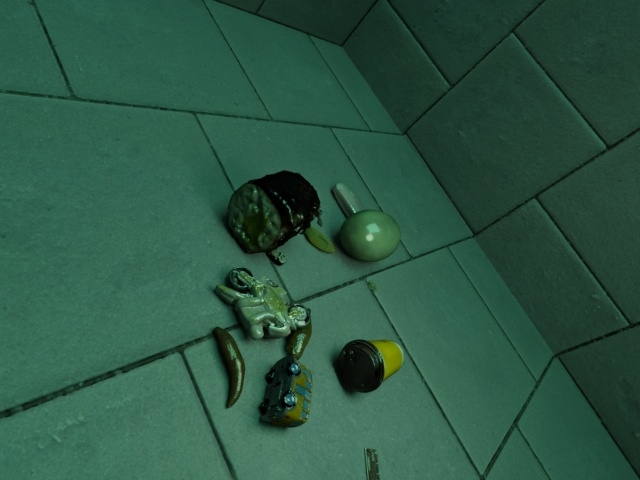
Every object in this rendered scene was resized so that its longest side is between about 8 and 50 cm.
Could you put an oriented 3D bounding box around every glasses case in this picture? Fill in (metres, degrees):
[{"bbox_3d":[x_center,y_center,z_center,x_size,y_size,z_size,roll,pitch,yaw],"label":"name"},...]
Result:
[{"bbox_3d":[0.168,-0.184,2.209,0.113,0.075,0.297,-14,69,-51],"label":"glasses case"}]

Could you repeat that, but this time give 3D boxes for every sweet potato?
[{"bbox_3d":[-0.278,0.385,1.289,0.078,0.058,0.256,-5,63,-28],"label":"sweet potato"},{"bbox_3d":[-0.069,0.333,1.526,0.077,0.077,0.244,37,40,-14],"label":"sweet potato"}]

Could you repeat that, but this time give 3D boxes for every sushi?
[{"bbox_3d":[-0.180,0.071,1.682,0.083,0.044,0.046,42,59,-6],"label":"sushi"},{"bbox_3d":[-0.179,-0.122,1.632,0.294,0.299,0.282,-30,96,-54],"label":"sushi"}]

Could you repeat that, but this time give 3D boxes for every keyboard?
[{"bbox_3d":[0.183,0.804,1.409,0.055,0.017,0.166,25,43,-28],"label":"keyboard"}]

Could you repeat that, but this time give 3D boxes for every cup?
[{"bbox_3d":[0.207,0.472,1.598,0.279,0.196,0.197,7,53,-52],"label":"cup"}]

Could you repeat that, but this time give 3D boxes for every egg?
[{"bbox_3d":[0.246,-0.024,2.001,0.352,0.258,0.259,5,54,-45],"label":"egg"}]

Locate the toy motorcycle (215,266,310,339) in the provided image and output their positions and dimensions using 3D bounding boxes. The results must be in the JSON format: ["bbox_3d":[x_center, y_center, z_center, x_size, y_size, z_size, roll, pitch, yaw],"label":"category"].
[{"bbox_3d":[-0.208,0.237,1.435,0.340,0.108,0.223,36,47,0],"label":"toy motorcycle"}]

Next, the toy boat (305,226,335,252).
[{"bbox_3d":[0.000,0.000,1.897,0.172,0.065,0.066,42,18,-13],"label":"toy boat"}]

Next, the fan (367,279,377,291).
[{"bbox_3d":[0.252,0.229,1.991,0.060,0.003,0.080,41,37,-9],"label":"fan"}]

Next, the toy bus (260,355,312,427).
[{"bbox_3d":[-0.098,0.491,1.320,0.136,0.126,0.210,39,37,-27],"label":"toy bus"}]
